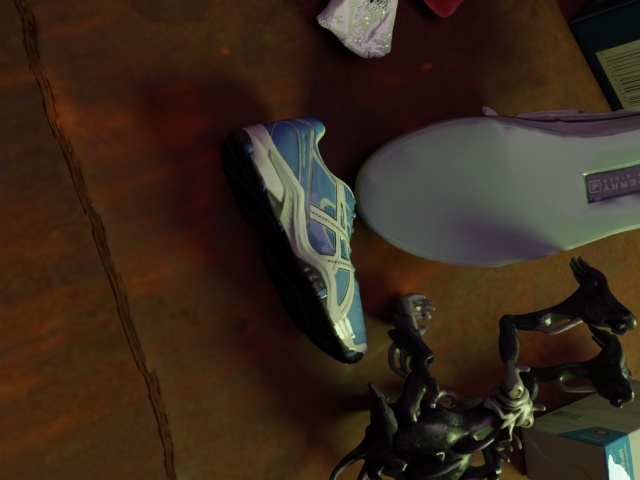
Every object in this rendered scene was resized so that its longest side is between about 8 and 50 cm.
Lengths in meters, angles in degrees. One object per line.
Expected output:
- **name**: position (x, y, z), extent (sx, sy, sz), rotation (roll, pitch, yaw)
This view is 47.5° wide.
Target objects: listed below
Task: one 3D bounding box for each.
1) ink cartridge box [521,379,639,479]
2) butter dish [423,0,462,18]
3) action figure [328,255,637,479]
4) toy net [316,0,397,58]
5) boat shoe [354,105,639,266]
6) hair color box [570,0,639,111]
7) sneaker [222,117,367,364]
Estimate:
- **ink cartridge box**: position (0.310, 0.201, 0.751), extent (0.181, 0.104, 0.062), rotation (-11, 95, -31)
- **butter dish**: position (0.128, -0.314, 0.646), extent (0.160, 0.118, 0.160), rotation (44, 67, -23)
- **action figure**: position (0.128, 0.130, 0.628), extent (0.275, 0.141, 0.164), rotation (-26, 112, -3)
- **toy net**: position (0.017, -0.270, 0.609), extent (0.122, 0.045, 0.232), rotation (-28, 110, -11)
- **boat shoe**: position (0.208, -0.068, 0.685), extent (0.366, 0.156, 0.136), rotation (-10, 100, -2)
- **hair color box**: position (0.456, -0.286, 0.855), extent (0.347, 0.105, 0.174), rotation (-45, 111, -25)
- **sneaker**: position (0.000, 0.000, 0.581), extent (0.081, 0.080, 0.211), rotation (-27, 104, -26)
